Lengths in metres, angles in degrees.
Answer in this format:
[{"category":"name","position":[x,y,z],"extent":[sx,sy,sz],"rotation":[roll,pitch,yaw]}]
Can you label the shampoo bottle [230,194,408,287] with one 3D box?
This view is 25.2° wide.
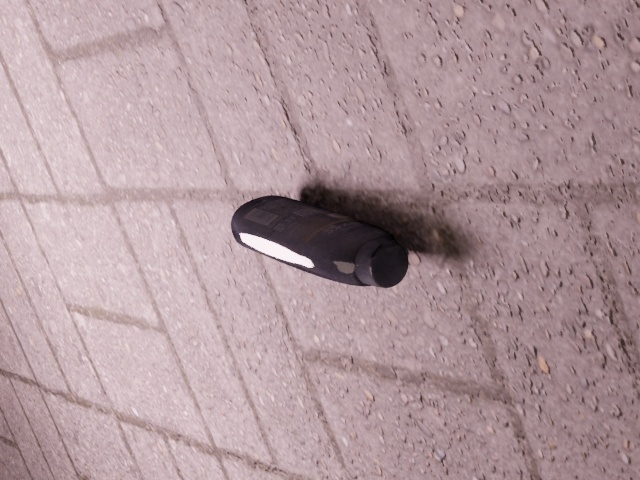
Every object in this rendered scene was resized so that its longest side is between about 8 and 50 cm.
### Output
[{"category":"shampoo bottle","position":[0.000,0.000,1.391],"extent":[0.233,0.087,0.049],"rotation":[19,124,54]}]
